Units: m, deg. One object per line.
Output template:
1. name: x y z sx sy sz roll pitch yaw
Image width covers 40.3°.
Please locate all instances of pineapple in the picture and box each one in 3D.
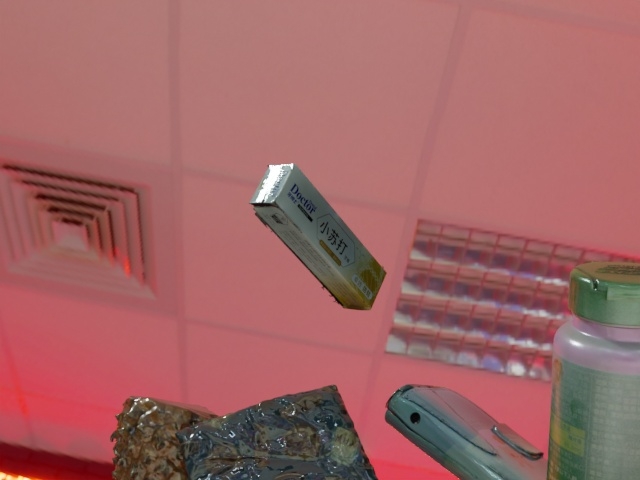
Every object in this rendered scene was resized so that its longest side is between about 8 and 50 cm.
1. pineapple: -0.224 0.384 1.111 0.165 0.365 0.165 12 -13 3

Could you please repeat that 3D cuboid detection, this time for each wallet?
1. wallet: 0.216 0.279 1.113 0.176 0.250 0.075 20 -76 -56

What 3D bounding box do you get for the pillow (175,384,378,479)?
1. pillow: -0.020 0.275 0.871 0.189 0.256 0.034 -14 -30 -20

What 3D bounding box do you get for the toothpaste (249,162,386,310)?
1. toothpaste: 0.000 0.000 1.470 0.071 0.089 0.313 2 -34 41

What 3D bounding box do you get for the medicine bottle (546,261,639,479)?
1. medicine bottle: 0.295 0.162 0.864 0.133 0.133 0.274 2 -78 10
